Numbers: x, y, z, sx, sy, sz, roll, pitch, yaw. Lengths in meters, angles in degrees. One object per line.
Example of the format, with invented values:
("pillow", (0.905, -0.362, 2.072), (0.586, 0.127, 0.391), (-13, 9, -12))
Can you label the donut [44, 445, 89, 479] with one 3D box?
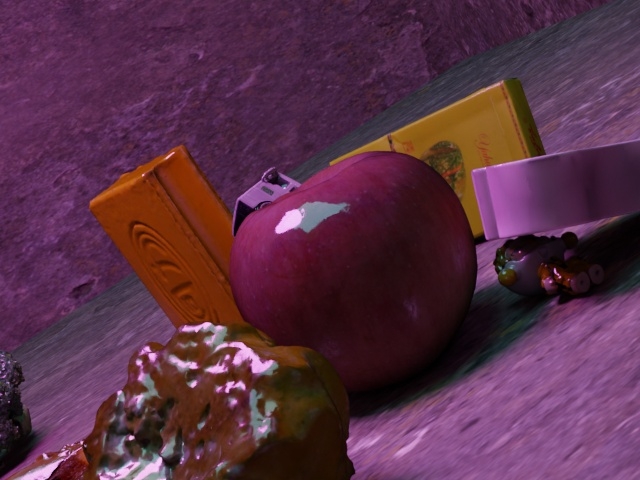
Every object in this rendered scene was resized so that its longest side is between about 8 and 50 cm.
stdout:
("donut", (-0.238, 0.285, 1.461), (0.295, 0.112, 0.151), (-33, 7, -28))

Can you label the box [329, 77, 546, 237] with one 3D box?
("box", (0.169, -0.082, 1.917), (0.335, 0.187, 0.047), (-23, -7, 41))

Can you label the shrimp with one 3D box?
("shrimp", (-0.385, 0.329, 1.855), (0.267, 0.061, 0.145), (-32, 0, 0))

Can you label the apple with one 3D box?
("apple", (0.044, 0.035, 1.528), (0.305, 0.235, 0.306), (-27, 7, 4))

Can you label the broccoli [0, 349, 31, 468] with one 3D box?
("broccoli", (-0.583, 0.287, 2.236), (0.270, 0.270, 0.270), (-28, -26, 15))

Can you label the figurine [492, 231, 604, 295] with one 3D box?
("figurine", (0.249, 0.028, 1.474), (0.143, 0.068, 0.101), (-4, 25, 40))

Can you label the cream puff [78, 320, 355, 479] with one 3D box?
("cream puff", (-0.084, 0.211, 1.241), (0.281, 0.185, 0.282), (-18, 54, 26))

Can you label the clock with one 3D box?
("clock", (0.311, -0.064, 1.463), (0.290, 0.080, 0.275), (-11, 1, 17))

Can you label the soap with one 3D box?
("soap", (-0.189, 0.033, 2.024), (0.096, 0.324, 0.204), (-42, 12, -34))

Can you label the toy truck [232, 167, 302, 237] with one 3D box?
("toy truck", (0.000, 0.000, 1.912), (0.125, 0.242, 0.101), (-45, -22, -38))
